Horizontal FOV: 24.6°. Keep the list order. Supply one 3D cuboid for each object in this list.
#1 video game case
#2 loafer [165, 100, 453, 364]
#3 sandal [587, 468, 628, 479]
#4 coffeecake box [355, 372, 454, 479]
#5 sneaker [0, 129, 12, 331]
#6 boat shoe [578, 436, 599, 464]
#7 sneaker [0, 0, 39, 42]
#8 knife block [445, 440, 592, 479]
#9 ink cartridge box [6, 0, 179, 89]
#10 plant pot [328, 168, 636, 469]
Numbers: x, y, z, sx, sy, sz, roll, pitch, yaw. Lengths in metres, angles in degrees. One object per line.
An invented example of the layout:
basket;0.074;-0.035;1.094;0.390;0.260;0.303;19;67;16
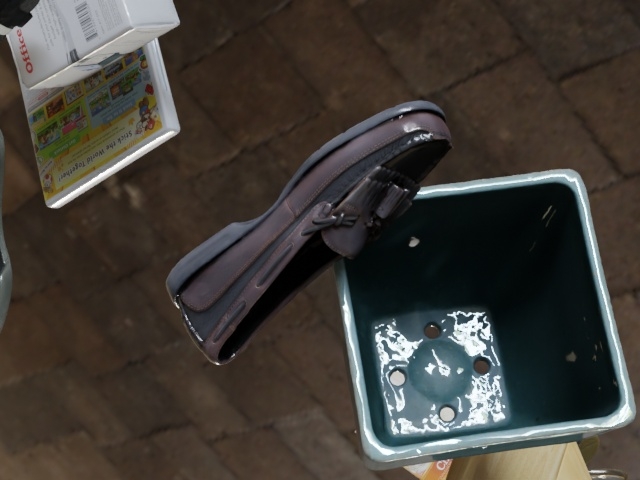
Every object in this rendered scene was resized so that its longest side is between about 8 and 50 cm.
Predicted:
video game case;-0.276;-0.177;1.794;0.227;0.026;0.206;-28;68;33
loafer;0.000;0.000;1.271;0.302;0.109;0.095;-36;59;21
sandal;0.289;0.330;1.904;0.219;0.060;0.090;-4;172;3
coffeecake box;0.170;0.278;2.176;0.185;0.142;0.068;34;-174;18
sneaker;-0.366;-0.007;1.411;0.087;0.130;0.227;-1;91;35
boat shoe;0.312;0.307;2.002;0.056;0.153;0.048;44;-175;-37
sneaker;-0.350;-0.268;1.495;0.079;0.121;0.217;47;175;9
knife block;0.207;0.224;1.688;0.088;0.276;0.242;-49;59;56
ink cartridge box;-0.265;-0.267;1.637;0.191;0.082;0.139;-22;85;40
plant pot;0.135;0.100;1.435;0.252;0.247;0.247;100;161;-72
